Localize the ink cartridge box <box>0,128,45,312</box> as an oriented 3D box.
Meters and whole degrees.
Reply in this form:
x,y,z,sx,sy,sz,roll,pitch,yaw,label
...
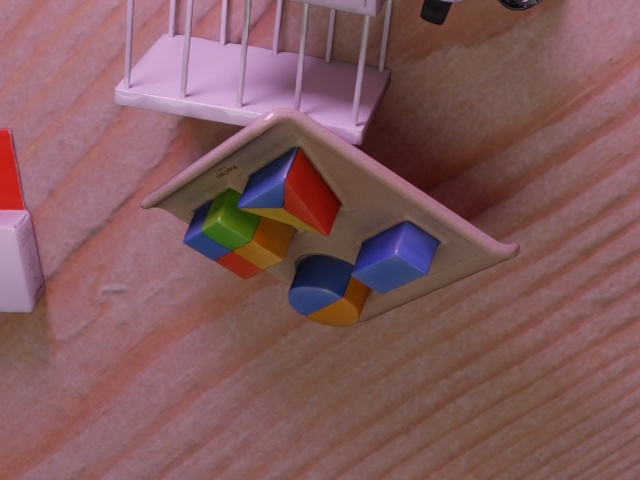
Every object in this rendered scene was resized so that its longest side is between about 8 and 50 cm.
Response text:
x,y,z,sx,sy,sz,roll,pitch,yaw,label
-0.510,-0.024,2.111,0.275,0.060,0.239,0,119,13,ink cartridge box

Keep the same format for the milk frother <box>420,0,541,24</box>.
x,y,z,sx,sy,sz,roll,pitch,yaw,label
0.178,-0.296,1.756,0.143,0.135,0.129,5,119,11,milk frother

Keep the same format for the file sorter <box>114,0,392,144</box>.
x,y,z,sx,sy,sz,roll,pitch,yaw,label
-0.065,-0.241,1.813,0.277,0.193,0.173,10,117,8,file sorter

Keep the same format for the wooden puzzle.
x,y,z,sx,sy,sz,roll,pitch,yaw,label
0.000,0.000,1.866,0.347,0.081,0.322,28,151,-22,wooden puzzle

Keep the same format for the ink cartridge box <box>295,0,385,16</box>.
x,y,z,sx,sy,sz,roll,pitch,yaw,label
-0.019,-0.321,1.690,0.208,0.153,0.087,13,133,12,ink cartridge box
